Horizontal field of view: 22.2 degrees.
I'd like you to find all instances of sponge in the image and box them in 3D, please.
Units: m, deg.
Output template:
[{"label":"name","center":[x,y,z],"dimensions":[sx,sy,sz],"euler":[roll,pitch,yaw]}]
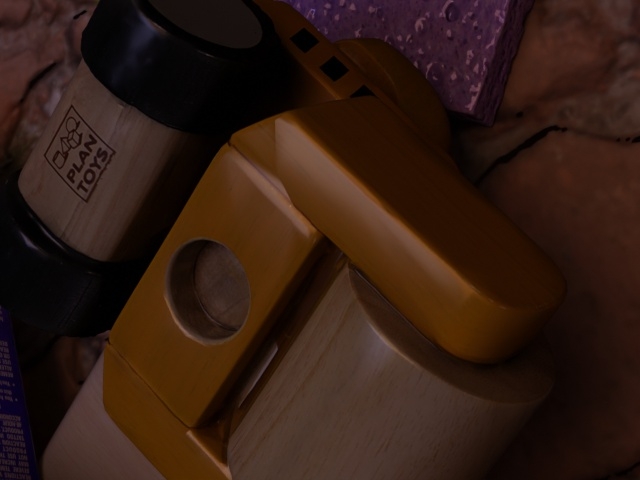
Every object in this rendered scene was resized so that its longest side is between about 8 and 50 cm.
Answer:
[{"label":"sponge","center":[0.028,-0.149,1.025],"dimensions":[0.210,0.031,0.117],"euler":[16,87,31]}]

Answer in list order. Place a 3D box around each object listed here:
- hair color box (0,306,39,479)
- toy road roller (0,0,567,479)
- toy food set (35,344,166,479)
[{"label":"hair color box","center":[-0.289,0.095,1.053],"dimensions":[0.185,0.110,0.339],"euler":[-33,57,32]},{"label":"toy road roller","center":[0.000,0.000,0.880],"dimensions":[0.329,0.240,0.202],"euler":[46,122,21]},{"label":"toy food set","center":[-0.065,0.205,0.971],"dimensions":[0.306,0.092,0.220],"euler":[44,111,31]}]
